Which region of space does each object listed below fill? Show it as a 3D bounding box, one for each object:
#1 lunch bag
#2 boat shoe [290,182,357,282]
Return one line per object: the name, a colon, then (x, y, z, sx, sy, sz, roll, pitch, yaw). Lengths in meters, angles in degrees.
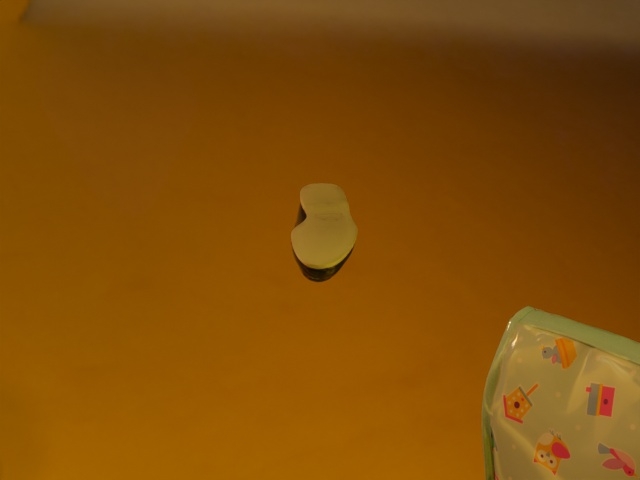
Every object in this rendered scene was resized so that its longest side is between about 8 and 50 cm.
lunch bag: (0.274, 0.200, 1.225, 0.223, 0.160, 0.262, 21, -57, 44)
boat shoe: (0.002, 0.000, 0.980, 0.049, 0.133, 0.042, 2, -66, -2)
